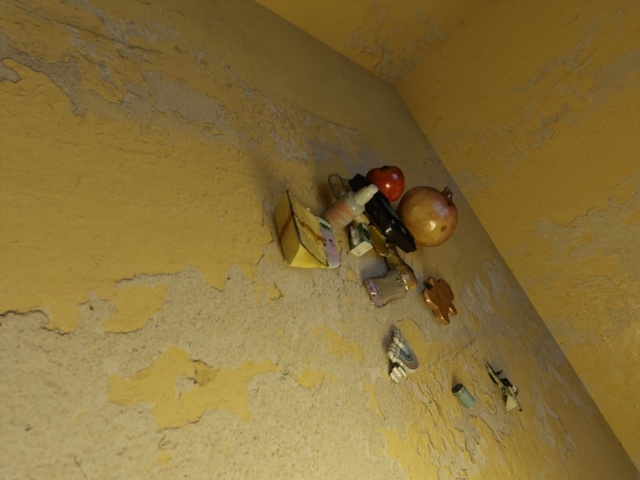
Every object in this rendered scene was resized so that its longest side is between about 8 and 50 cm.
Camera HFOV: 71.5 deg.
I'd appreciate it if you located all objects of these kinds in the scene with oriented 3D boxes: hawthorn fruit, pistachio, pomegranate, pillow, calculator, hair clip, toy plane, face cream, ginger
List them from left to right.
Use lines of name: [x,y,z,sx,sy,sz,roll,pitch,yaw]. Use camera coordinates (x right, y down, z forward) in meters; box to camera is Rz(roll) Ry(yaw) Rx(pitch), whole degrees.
calculator: [0.000,0.000,1.623,0.141,0.045,0.246,27,38,-37]
face cream: [0.116,-0.134,1.713,0.101,0.251,0.101,34,35,-28]
pistachio: [0.248,0.002,1.953,0.089,0.049,0.173,-13,69,-33]
hawthorn fruit: [0.332,-0.265,2.242,0.196,0.196,0.225,-55,134,-59]
pillow: [0.265,0.188,1.764,0.232,0.038,0.131,-10,71,-43]
ginger: [0.344,0.101,1.955,0.131,0.086,0.294,9,43,-21]
hair clip: [0.291,0.420,1.588,0.140,0.054,0.220,46,27,1]
pomegranate: [0.552,-0.134,2.242,0.338,0.338,0.338,34,35,-28]
toy plane: [0.848,0.663,2.049,0.192,0.088,0.262,57,11,-57]

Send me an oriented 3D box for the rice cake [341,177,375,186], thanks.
rice cake: [0.169,-0.262,2.101,0.221,0.080,0.042,3,92,-52]

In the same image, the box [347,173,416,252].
box: [0.282,-0.113,1.979,0.359,0.091,0.350,28,28,-57]

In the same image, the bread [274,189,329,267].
bread: [-0.038,-0.035,1.477,0.178,0.135,0.240,5,50,-29]

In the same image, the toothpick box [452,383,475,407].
toothpick box: [0.563,0.611,1.748,0.083,0.052,0.052,50,30,-7]

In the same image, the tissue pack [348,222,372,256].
tissue pack: [0.155,-0.009,1.802,0.079,0.085,0.111,32,37,-29]

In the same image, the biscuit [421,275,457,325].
biscuit: [0.565,0.275,2.106,0.216,0.047,0.339,55,28,-1]

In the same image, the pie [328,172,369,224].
pie: [0.123,-0.171,1.897,0.274,0.055,0.274,50,15,-19]
